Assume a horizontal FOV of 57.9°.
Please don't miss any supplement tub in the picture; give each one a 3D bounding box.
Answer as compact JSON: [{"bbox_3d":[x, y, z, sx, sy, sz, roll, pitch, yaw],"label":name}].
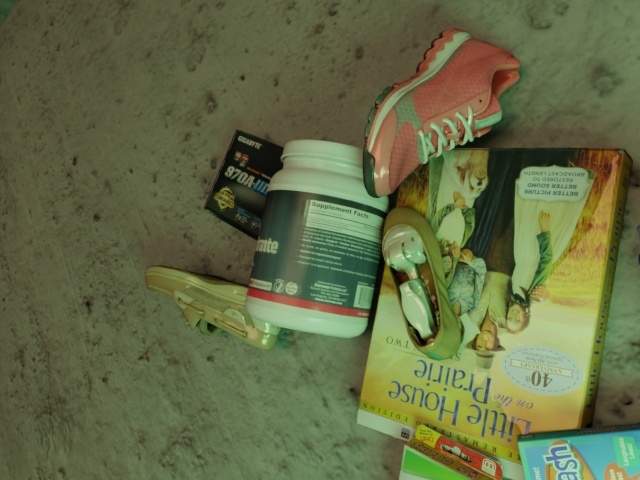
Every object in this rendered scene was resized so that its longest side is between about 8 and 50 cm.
[{"bbox_3d":[0.000,0.000,0.891,0.191,0.191,0.271,8,84,39],"label":"supplement tub"}]

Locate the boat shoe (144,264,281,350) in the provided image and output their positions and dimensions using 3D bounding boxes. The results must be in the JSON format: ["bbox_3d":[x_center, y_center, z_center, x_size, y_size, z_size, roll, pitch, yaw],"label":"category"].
[{"bbox_3d":[-0.214,0.119,1.074,0.341,0.122,0.110,10,85,37],"label":"boat shoe"}]

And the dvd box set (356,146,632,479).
[{"bbox_3d":[0.221,0.082,0.786,0.308,0.062,0.419,8,85,39],"label":"dvd box set"}]

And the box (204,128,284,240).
[{"bbox_3d":[-0.109,-0.096,1.087,0.220,0.051,0.175,29,98,39],"label":"box"}]

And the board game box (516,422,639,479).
[{"bbox_3d":[0.333,0.279,0.614,0.211,0.047,0.159,-13,78,17],"label":"board game box"}]

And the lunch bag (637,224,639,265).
[{"bbox_3d":[0.383,0.070,0.561,0.090,0.219,0.175,-21,60,31],"label":"lunch bag"}]

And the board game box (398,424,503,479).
[{"bbox_3d":[0.152,0.378,0.746,0.124,0.039,0.259,17,104,38],"label":"board game box"}]

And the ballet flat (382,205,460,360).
[{"bbox_3d":[0.128,0.046,0.780,0.080,0.073,0.232,-32,61,28],"label":"ballet flat"}]

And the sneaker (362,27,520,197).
[{"bbox_3d":[0.171,-0.176,0.796,0.136,0.115,0.313,25,65,27],"label":"sneaker"}]
